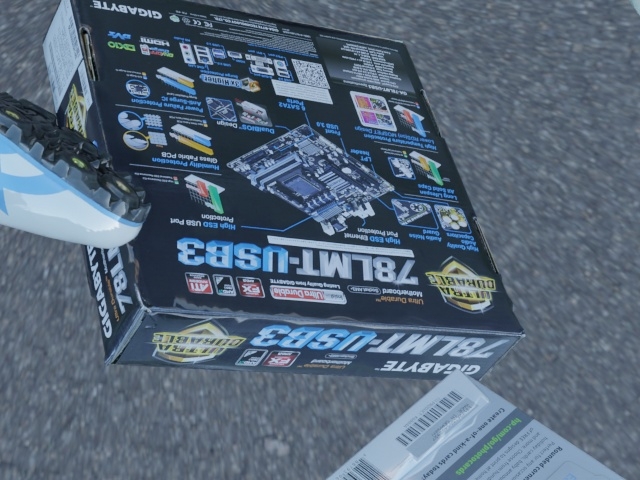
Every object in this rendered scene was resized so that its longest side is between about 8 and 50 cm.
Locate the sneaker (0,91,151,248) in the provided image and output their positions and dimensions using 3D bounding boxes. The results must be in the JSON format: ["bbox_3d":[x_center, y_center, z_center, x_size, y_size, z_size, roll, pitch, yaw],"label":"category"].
[{"bbox_3d":[-0.191,-0.039,0.559,0.237,0.085,0.086,20,96,6],"label":"sneaker"}]

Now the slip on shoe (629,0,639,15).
[{"bbox_3d":[0.273,-0.199,0.512,0.331,0.101,0.123,-23,147,21],"label":"slip on shoe"}]

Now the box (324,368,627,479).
[{"bbox_3d":[0.090,0.161,0.627,0.145,0.186,0.038,-37,137,-25],"label":"box"}]

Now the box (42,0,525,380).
[{"bbox_3d":[-0.030,-0.042,0.878,0.295,0.293,0.073,5,141,-31],"label":"box"}]
